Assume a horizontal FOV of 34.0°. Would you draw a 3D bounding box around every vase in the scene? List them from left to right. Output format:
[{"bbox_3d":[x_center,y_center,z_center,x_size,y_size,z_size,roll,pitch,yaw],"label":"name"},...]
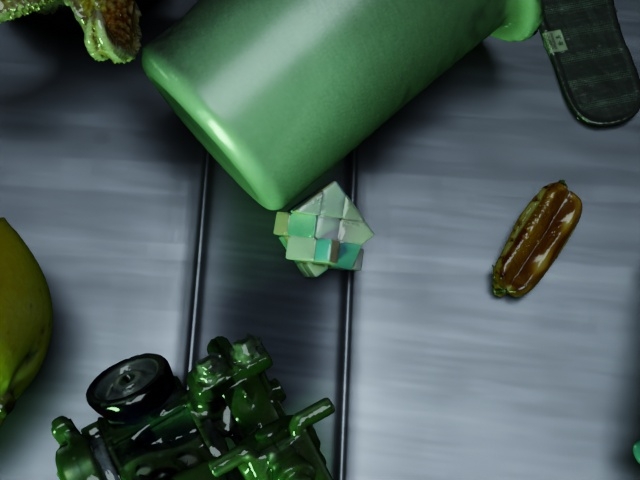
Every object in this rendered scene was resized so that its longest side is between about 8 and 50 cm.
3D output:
[{"bbox_3d":[0.010,-0.178,0.904,0.291,0.245,0.245,-43,78,-3],"label":"vase"}]

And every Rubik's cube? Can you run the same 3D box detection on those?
[{"bbox_3d":[-0.001,-0.002,0.912,0.073,0.075,0.084,-34,78,-14],"label":"Rubik's cube"}]

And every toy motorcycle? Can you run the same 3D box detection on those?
[{"bbox_3d":[-0.090,0.178,0.794,0.205,0.127,0.275,-27,34,-11],"label":"toy motorcycle"}]

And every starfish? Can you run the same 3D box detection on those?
[{"bbox_3d":[-0.186,-0.241,0.901,0.303,0.312,0.113,-14,118,7],"label":"starfish"}]

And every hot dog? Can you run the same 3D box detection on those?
[{"bbox_3d":[0.192,0.000,0.939,0.049,0.037,0.122,38,81,-2],"label":"hot dog"}]

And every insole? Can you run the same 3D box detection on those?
[{"bbox_3d":[0.236,-0.251,1.028,0.110,0.012,0.309,-12,73,-6],"label":"insole"}]

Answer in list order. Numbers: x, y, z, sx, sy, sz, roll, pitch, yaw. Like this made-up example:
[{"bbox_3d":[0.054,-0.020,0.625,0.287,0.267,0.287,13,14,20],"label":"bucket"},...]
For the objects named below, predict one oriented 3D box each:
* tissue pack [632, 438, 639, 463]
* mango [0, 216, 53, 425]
[{"bbox_3d":[0.375,0.097,0.825,0.206,0.198,0.287,12,75,1],"label":"tissue pack"},{"bbox_3d":[-0.396,0.079,0.822,0.365,0.182,0.252,-7,74,-4],"label":"mango"}]
